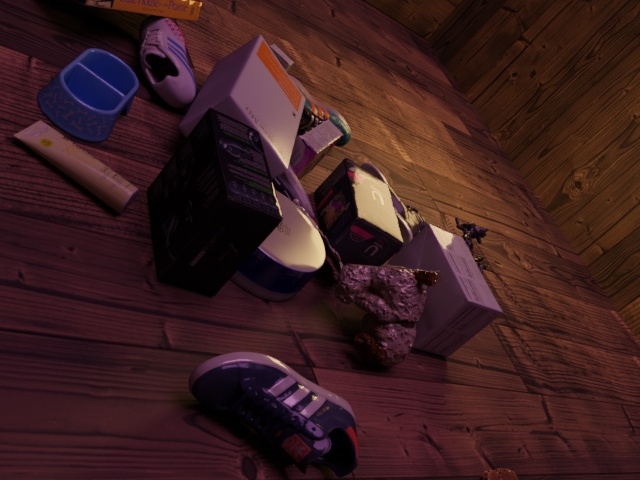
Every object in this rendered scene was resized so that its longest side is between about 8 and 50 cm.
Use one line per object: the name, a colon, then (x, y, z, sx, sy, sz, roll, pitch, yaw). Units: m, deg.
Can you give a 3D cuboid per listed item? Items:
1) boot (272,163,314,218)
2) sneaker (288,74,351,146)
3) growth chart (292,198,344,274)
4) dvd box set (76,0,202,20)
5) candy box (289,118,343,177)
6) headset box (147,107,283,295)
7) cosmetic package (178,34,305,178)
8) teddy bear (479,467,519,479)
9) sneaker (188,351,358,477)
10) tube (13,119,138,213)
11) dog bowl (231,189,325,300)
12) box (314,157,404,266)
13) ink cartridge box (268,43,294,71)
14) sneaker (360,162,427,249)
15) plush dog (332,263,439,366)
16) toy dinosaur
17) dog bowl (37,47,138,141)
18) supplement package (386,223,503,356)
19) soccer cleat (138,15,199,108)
boot: (-0.087, -0.118, 1.899, 0.069, 0.086, 0.190, -104, 168, -57)
sneaker: (-0.038, -0.375, 2.285, 0.302, 0.108, 0.121, 37, 42, -16)
growth chart: (0.000, 0.000, 1.798, 0.237, 0.021, 0.172, 55, -6, 17)
dvd box set: (-0.552, -0.667, 1.922, 0.308, 0.062, 0.420, 31, 23, 21)
candy box: (-0.041, -0.231, 2.005, 0.071, 0.159, 0.233, 44, 28, 0)
headset box: (-0.213, -0.067, 1.453, 0.131, 0.246, 0.283, 22, 34, -35)
cosmetic package: (-0.182, -0.327, 1.886, 0.230, 0.162, 0.453, 53, 23, -25)
teddy bear: (0.375, 0.628, 1.465, 0.245, 0.113, 0.337, -6, 63, -47)
sneaker: (-0.063, 0.307, 1.263, 0.350, 0.131, 0.148, 27, 28, -31)
tube: (-0.465, -0.146, 1.431, 0.240, 0.062, 0.070, 36, -12, -5)
dog bowl: (-0.120, -0.001, 1.641, 0.265, 0.104, 0.264, 33, 29, -21)
box: (0.098, -0.065, 1.981, 0.165, 0.143, 0.270, 28, 32, -28)
ink cartridge box: (-0.155, -0.535, 2.308, 0.088, 0.122, 0.052, 43, 28, -4)
sneaker: (0.215, -0.101, 2.242, 0.147, 0.105, 0.295, 0, 57, -56)
plush dog: (0.166, 0.173, 1.691, 0.262, 0.211, 0.225, 4, 92, -56)
toy dinosaur: (0.414, 0.058, 2.228, 0.322, 0.165, 0.218, 56, 38, -46)
dog bowl: (-0.494, -0.327, 1.622, 0.166, 0.074, 0.297, 36, 28, -15)
supplement package: (0.305, 0.131, 1.923, 0.145, 0.204, 0.261, 20, 36, -38)
soccer cleat: (-0.405, -0.481, 1.887, 0.143, 0.116, 0.331, 33, 26, -58)
